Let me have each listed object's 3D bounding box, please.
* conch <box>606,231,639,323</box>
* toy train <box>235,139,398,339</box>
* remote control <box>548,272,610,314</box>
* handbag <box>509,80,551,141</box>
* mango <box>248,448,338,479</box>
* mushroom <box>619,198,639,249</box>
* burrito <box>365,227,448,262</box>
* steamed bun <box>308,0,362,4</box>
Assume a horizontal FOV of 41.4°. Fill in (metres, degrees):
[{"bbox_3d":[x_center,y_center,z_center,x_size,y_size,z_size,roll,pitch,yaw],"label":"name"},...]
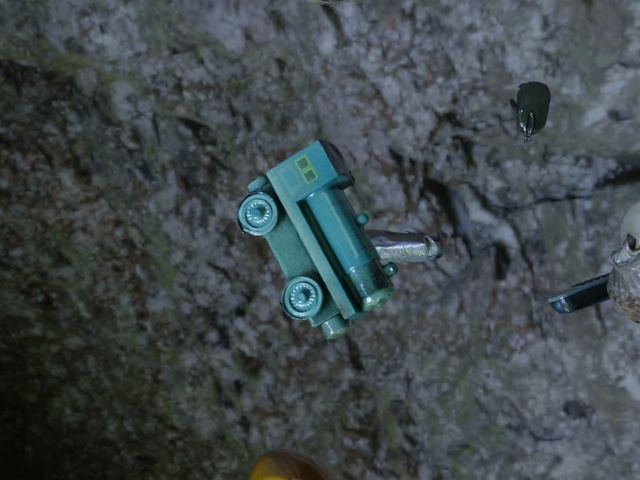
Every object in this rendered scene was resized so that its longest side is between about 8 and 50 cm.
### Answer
[{"bbox_3d":[0.421,0.024,1.057,0.207,0.130,0.155,39,-101,-43],"label":"conch"},{"bbox_3d":[0.000,0.000,1.358,0.298,0.194,0.120,62,-169,15],"label":"toy train"},{"bbox_3d":[0.478,0.073,1.391,0.072,0.222,0.042,140,113,-74],"label":"remote control"},{"bbox_3d":[0.381,-0.236,1.538,0.047,0.072,0.111,142,136,-77],"label":"handbag"},{"bbox_3d":[-0.034,0.375,1.188,0.102,0.141,0.217,53,176,-39],"label":"mango"},{"bbox_3d":[0.617,-0.008,1.536,0.154,0.122,0.154,5,-98,-42],"label":"mushroom"},{"bbox_3d":[0.099,0.011,1.685,0.096,0.309,0.066,-33,-61,-65],"label":"burrito"},{"bbox_3d":[0.077,-0.534,1.489,0.110,0.231,0.212,-118,23,-48],"label":"steamed bun"}]
